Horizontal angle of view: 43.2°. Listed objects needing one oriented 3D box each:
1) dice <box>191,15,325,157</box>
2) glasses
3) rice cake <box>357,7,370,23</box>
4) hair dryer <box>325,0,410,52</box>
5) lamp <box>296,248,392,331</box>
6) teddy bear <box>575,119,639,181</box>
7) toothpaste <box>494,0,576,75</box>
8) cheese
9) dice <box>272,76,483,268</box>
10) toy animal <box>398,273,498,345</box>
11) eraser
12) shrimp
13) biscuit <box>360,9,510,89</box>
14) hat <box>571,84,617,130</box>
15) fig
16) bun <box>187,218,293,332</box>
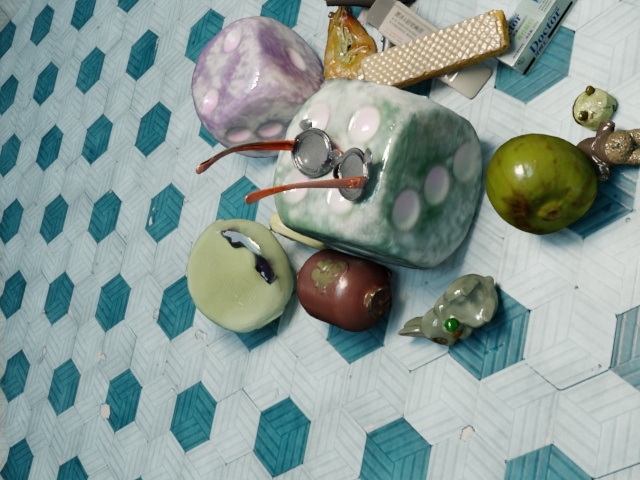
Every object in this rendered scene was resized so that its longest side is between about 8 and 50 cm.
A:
[{"bbox_3d":[-0.159,-0.398,2.121,0.271,0.270,0.270,-34,56,32],"label":"dice"},{"bbox_3d":[-0.062,-0.147,1.491,0.234,0.268,0.118,34,119,42],"label":"glasses"},{"bbox_3d":[0.165,-0.675,2.059,0.055,0.049,0.270,30,99,59],"label":"rice cake"},{"bbox_3d":[0.130,-0.522,1.988,0.235,0.091,0.272,-5,87,7],"label":"hair dryer"},{"bbox_3d":[0.052,0.106,1.828,0.258,0.180,0.180,18,90,46],"label":"lamp"},{"bbox_3d":[0.549,-0.171,1.505,0.160,0.078,0.119,-3,78,42],"label":"teddy bear"},{"bbox_3d":[0.484,-0.513,1.689,0.081,0.067,0.336,45,109,42],"label":"toothpaste"},{"bbox_3d":[0.000,0.000,1.957,0.255,0.127,0.050,21,85,27],"label":"cheese"},{"bbox_3d":[0.125,-0.141,1.723,0.330,0.328,0.348,12,85,45],"label":"dice"},{"bbox_3d":[0.269,0.159,1.666,0.108,0.138,0.236,44,141,3],"label":"toy animal"},{"bbox_3d":[0.242,-0.453,1.864,0.352,0.061,0.089,47,111,31],"label":"eraser"},{"bbox_3d":[0.071,-0.509,2.094,0.154,0.062,0.294,-16,68,26],"label":"shrimp"},{"bbox_3d":[0.241,-0.408,1.786,0.378,0.054,0.094,-11,82,39],"label":"biscuit"},{"bbox_3d":[0.527,-0.261,1.571,0.076,0.059,0.077,39,99,39],"label":"hat"},{"bbox_3d":[0.412,-0.126,1.545,0.203,0.203,0.225,-39,33,28],"label":"fig"},{"bbox_3d":[-0.188,0.085,2.061,0.293,0.187,0.293,3,98,27],"label":"bun"}]
